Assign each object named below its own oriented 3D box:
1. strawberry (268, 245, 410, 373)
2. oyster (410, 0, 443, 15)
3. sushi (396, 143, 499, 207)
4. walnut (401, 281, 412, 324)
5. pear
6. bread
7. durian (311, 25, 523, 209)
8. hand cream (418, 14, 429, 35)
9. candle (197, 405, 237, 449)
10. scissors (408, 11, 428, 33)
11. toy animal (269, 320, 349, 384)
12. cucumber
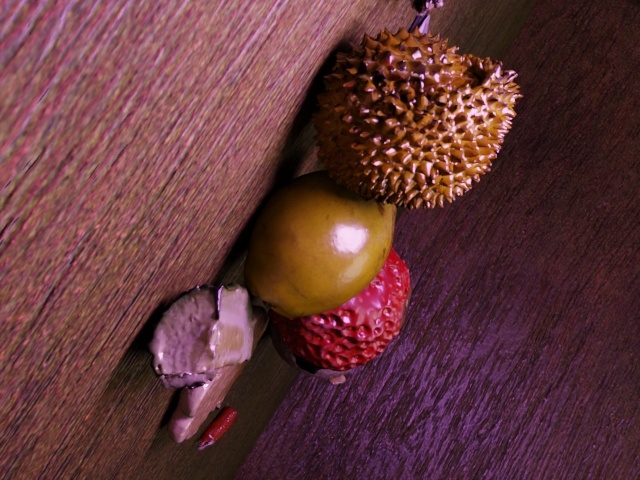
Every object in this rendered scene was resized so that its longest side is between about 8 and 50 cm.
[{"bbox_3d":[0.037,0.083,1.521,0.291,0.292,0.310,-54,175,-27],"label":"strawberry"},{"bbox_3d":[0.182,-0.441,1.184,0.222,0.083,0.214,-65,174,10],"label":"oyster"},{"bbox_3d":[0.196,-0.188,1.406,0.227,0.212,0.215,-28,127,-48],"label":"sushi"},{"bbox_3d":[0.126,0.152,2.343,0.285,0.285,0.296,-63,-176,27],"label":"walnut"},{"bbox_3d":[0.000,0.000,1.272,0.269,0.212,0.212,-47,169,-14],"label":"pear"},{"bbox_3d":[-0.196,0.253,1.562,0.316,0.054,0.316,-56,172,-12],"label":"bread"},{"bbox_3d":[0.133,-0.176,1.162,0.258,0.293,0.258,6,90,-88],"label":"durian"},{"bbox_3d":[0.120,-0.260,1.518,0.336,0.076,0.121,-59,170,-17],"label":"hand cream"},{"bbox_3d":[-0.255,0.471,2.017,0.162,0.048,0.053,-44,134,-54],"label":"candle"},{"bbox_3d":[0.199,-0.437,1.513,0.220,0.017,0.088,-60,174,18],"label":"scissors"},{"bbox_3d":[-0.006,0.237,2.006,0.188,0.227,0.358,-60,172,6],"label":"toy animal"},{"bbox_3d":[-0.162,0.132,1.185,0.325,0.105,0.145,47,49,-81],"label":"cucumber"}]
